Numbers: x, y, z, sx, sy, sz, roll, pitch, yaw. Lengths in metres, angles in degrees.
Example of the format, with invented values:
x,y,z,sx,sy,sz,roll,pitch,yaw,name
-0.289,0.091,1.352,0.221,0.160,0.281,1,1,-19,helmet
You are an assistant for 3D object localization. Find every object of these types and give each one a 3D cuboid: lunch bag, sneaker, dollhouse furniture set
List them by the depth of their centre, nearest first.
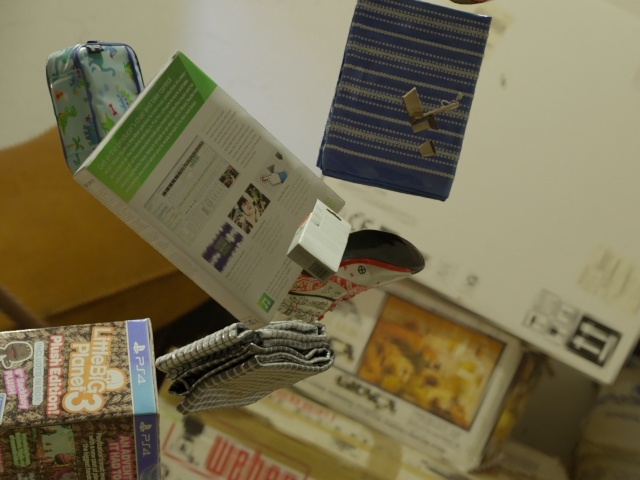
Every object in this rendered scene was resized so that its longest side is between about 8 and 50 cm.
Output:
x,y,z,sx,sy,sz,roll,pitch,yaw,name
0.163,-0.173,1.589,0.081,0.091,0.114,-19,-5,5,dollhouse furniture set
-0.350,-0.214,1.887,0.090,0.219,0.176,-12,2,28,lunch bag
0.038,0.062,1.914,0.270,0.145,0.090,-1,47,-39,sneaker

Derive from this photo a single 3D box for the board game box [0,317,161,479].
x,y,z,sx,sy,sz,roll,pitch,yaw,name
-0.330,0.226,1.325,0.291,0.232,0.141,-4,45,-10,board game box

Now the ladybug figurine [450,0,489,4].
x,y,z,sx,sy,sz,roll,pitch,yaw,name
0.312,-0.545,1.840,0.161,0.449,0.305,15,-35,21,ladybug figurine

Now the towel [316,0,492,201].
x,y,z,sx,sy,sz,roll,pitch,yaw,name
0.144,-0.251,2.005,0.243,0.336,0.040,13,3,-3,towel

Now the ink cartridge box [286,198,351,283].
x,y,z,sx,sy,sz,roll,pitch,yaw,name
0.000,0.000,1.488,0.063,0.029,0.115,38,32,-11,ink cartridge box

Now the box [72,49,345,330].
x,y,z,sx,sy,sz,roll,pitch,yaw,name
-0.142,-0.067,1.561,0.322,0.232,0.058,43,-32,-17,box

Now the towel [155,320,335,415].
x,y,z,sx,sy,sz,roll,pitch,yaw,name
-0.138,0.243,2.232,0.283,0.235,0.121,5,64,-55,towel
